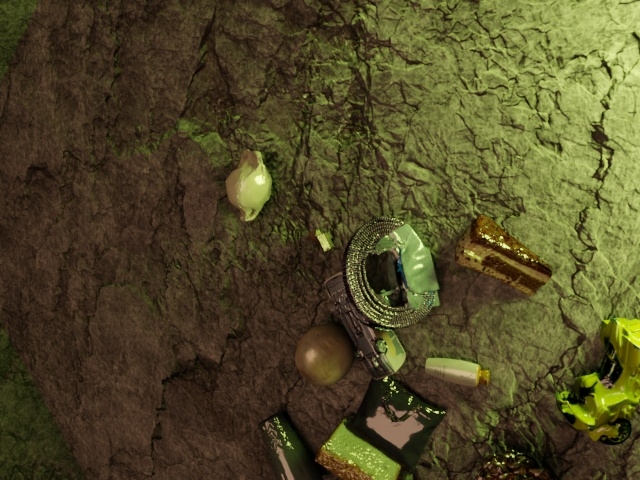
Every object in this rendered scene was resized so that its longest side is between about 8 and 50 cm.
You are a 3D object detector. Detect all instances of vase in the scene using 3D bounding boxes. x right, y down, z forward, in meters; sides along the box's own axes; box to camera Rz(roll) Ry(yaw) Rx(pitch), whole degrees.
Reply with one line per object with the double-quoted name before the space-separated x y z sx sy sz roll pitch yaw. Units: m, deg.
"vase" -0.124 0.793 1.665 0.300 0.156 0.251 61 146 11

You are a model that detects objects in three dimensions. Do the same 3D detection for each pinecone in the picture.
"pinecone" 0.530 0.681 1.241 0.222 0.221 0.221 6 103 28

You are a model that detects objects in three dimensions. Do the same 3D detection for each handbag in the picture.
"handbag" 0.236 0.558 1.424 0.254 0.089 0.211 30 93 23

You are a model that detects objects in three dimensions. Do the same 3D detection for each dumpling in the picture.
"dumpling" -0.250 -0.189 1.537 0.193 0.147 0.257 43 128 50

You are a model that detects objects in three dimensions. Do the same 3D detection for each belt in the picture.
"belt" 0.195 0.093 1.302 0.261 0.122 0.324 -11 84 -5

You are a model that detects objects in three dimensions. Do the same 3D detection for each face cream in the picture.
"face cream" 0.403 0.387 1.334 0.182 0.051 0.072 5 99 27

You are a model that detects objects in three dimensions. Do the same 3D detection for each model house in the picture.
"model house" 0.000 0.000 1.474 0.057 0.058 0.083 -28 86 30

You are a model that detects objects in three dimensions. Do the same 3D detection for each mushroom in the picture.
"mushroom" 0.015 0.371 1.490 0.207 0.209 0.206 0 89 0

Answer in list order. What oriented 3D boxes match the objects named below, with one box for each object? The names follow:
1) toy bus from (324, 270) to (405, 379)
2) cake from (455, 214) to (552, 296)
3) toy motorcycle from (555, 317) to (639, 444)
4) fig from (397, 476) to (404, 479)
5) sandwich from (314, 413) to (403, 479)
"toy bus" 0.136 0.250 1.403 0.097 0.138 0.342 -34 82 35
"cake" 0.491 0.033 1.223 0.246 0.135 0.112 23 127 -8
"toy motorcycle" 0.706 0.350 1.114 0.206 0.142 0.342 7 106 -12
"fig" 0.229 0.848 1.457 0.205 0.205 0.205 6 103 28
"sandwich" 0.141 0.684 1.437 0.251 0.226 0.087 27 109 21
